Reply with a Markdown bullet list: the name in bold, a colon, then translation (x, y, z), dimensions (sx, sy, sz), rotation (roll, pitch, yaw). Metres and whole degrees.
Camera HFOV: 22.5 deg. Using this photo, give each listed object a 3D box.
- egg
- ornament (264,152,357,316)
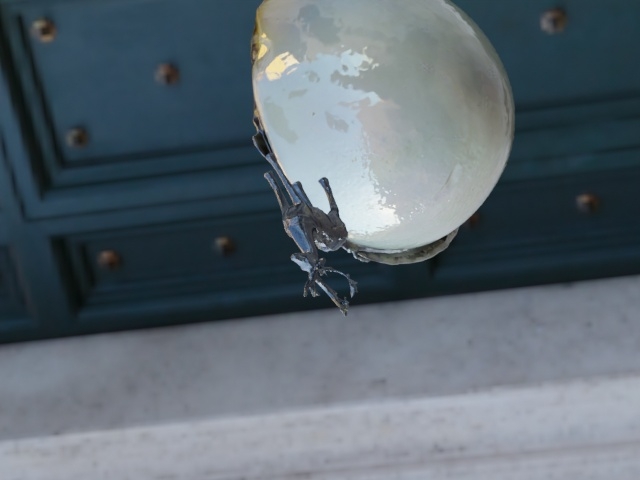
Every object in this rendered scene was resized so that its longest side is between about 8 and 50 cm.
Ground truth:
- **egg**: translation (0.079, -0.140, 1.427), dimensions (0.264, 0.174, 0.286), rotation (19, -125, -37)
- **ornament**: translation (0.000, 0.000, 1.101), dimensions (0.073, 0.028, 0.125), rotation (23, -145, -49)
